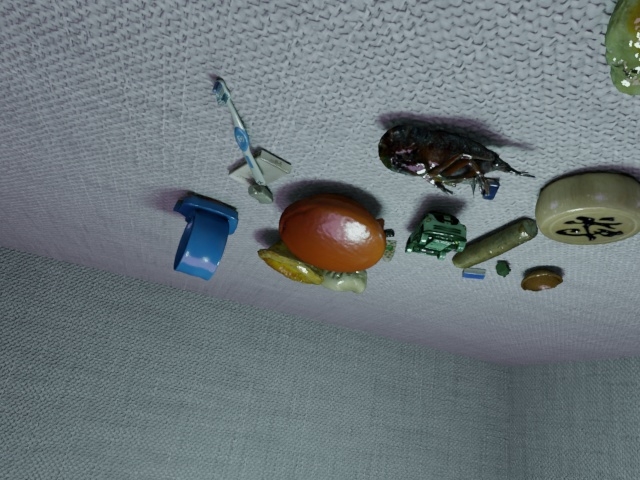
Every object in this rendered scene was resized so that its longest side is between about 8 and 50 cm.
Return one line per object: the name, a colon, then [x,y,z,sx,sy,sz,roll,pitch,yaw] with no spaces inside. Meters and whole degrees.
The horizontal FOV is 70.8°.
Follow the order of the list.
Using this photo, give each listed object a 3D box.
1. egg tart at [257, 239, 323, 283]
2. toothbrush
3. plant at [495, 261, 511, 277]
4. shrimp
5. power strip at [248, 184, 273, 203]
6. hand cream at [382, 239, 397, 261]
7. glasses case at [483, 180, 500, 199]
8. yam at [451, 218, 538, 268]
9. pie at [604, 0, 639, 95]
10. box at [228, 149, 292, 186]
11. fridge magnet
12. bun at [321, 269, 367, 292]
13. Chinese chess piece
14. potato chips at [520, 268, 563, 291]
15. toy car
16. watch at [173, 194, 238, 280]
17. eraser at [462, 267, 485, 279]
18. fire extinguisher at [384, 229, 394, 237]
egg tart: [-0.112,0.078,1.865,0.318,0.128,0.319,23,166,6]
toothbrush: [-0.201,-0.263,1.169,0.040,0.040,0.386,5,154,12]
plant: [0.702,0.115,1.723,0.051,0.051,0.102,-5,159,34]
shrimp: [0.314,-0.182,1.075,0.371,0.137,0.172,21,-166,-7]
power strip: [-0.188,-0.146,1.430,0.047,0.030,0.191,-5,172,7]
hand cream: [0.266,0.040,1.764,0.057,0.037,0.165,7,152,8]
glasses case: [0.464,-0.139,1.228,0.033,0.023,0.083,11,157,12]
yam: [0.572,0.022,1.515,0.083,0.083,0.371,15,158,-12]
pie: [0.568,-0.324,0.645,0.274,0.106,0.257,5,143,5]
box: [-0.183,-0.207,1.343,0.109,0.029,0.198,25,155,-33]
fridge magnet: [0.039,-0.019,1.484,0.363,0.155,0.364,11,144,8]
bun: [0.097,0.146,1.963,0.229,0.145,0.229,13,-168,-3]
Chinese chess piece: [0.700,-0.077,1.171,0.257,0.104,0.257,10,159,4]
potato chips: [0.856,0.152,1.745,0.150,0.049,0.201,-5,152,26]
toy car: [0.366,-0.019,1.439,0.136,0.125,0.306,11,170,1]
watch: [-0.453,0.008,1.667,0.241,0.275,0.305,18,152,-21]
eraser: [0.625,0.136,1.836,0.084,0.027,0.063,5,157,12]
fire extinguisher: [0.225,-0.024,1.624,0.083,0.025,0.038,-7,115,37]
